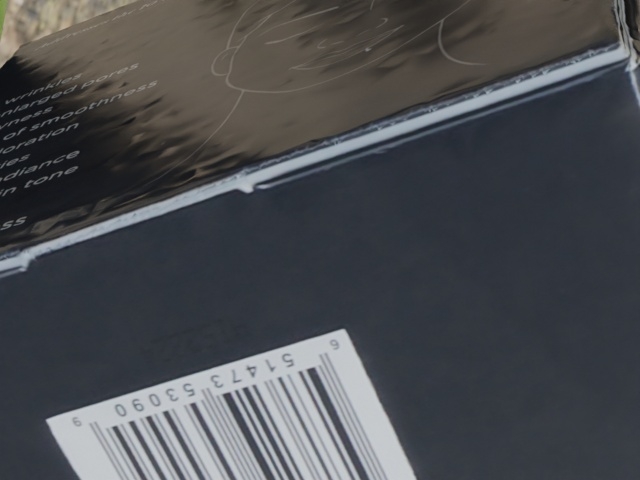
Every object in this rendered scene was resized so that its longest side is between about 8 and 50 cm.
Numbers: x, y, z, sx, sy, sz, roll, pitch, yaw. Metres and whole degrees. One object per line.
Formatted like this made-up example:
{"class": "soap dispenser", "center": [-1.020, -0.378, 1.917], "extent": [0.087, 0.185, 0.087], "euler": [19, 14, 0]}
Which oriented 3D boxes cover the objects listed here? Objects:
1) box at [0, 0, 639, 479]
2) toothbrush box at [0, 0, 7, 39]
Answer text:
{"class": "box", "center": [0.000, 0.000, 0.922], "extent": [0.480, 0.471, 0.297], "euler": [-18, 114, 17]}
{"class": "toothbrush box", "center": [-0.347, -0.283, 1.161], "extent": [0.206, 0.122, 0.283], "euler": [5, 81, 23]}
